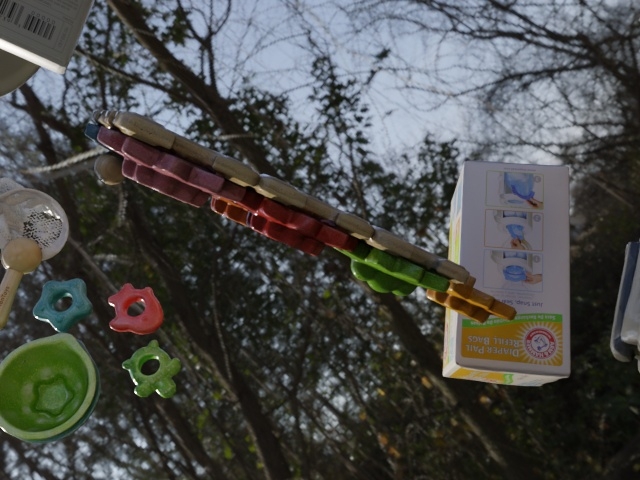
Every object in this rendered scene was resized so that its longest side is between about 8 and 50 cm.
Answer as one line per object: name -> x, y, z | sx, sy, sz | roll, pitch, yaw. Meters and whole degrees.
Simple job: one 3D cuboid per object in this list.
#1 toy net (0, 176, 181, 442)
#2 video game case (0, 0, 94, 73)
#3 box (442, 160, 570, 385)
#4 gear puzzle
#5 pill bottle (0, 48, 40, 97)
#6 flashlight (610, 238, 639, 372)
toy net -> -0.196, 0.028, 0.486 | 0.122, 0.232, 0.045 | -25, -24, -14
video game case -> -0.254, -0.248, 0.467 | 0.023, 0.212, 0.193 | -15, 57, 61
box -> 0.184, 0.037, 0.662 | 0.114, 0.103, 0.203 | 77, -162, -71
gear puzzle -> 0.000, 0.000, 0.465 | 0.175, 0.339, 0.044 | 24, 90, 63
pill bottle -> -0.584, -0.390, 0.960 | 0.210, 0.363, 0.210 | -49, -4, -4
flashlight -> 0.233, -0.069, 0.357 | 0.103, 0.103, 0.304 | 76, -149, -73
